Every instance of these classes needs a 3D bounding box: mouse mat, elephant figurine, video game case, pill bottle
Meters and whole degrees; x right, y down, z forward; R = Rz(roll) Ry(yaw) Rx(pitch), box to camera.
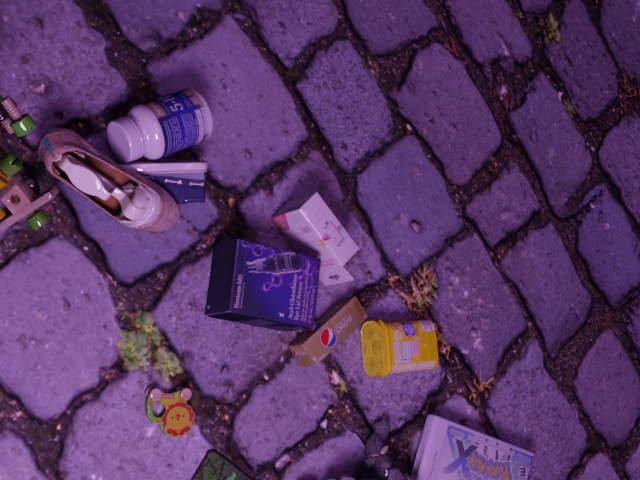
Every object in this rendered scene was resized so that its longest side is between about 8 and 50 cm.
[{"bbox_3d":[-0.207,0.524,1.752,0.152,0.007,0.189,42,61,-21],"label":"mouse mat"},{"bbox_3d":[0.127,0.520,1.905,0.239,0.169,0.186,-21,123,-51],"label":"elephant figurine"},{"bbox_3d":[0.336,0.591,2.074,0.329,0.036,0.300,25,75,-29],"label":"video game case"},{"bbox_3d":[-0.314,-0.220,1.755,0.187,0.112,0.112,-27,97,-35],"label":"pill bottle"}]

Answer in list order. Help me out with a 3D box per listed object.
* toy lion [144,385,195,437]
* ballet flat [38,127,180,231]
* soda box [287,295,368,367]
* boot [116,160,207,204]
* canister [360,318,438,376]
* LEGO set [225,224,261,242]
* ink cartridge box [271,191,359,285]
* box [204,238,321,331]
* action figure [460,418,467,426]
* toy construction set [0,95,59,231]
[{"bbox_3d":[-0.288,0.329,1.722,0.100,0.034,0.096,6,85,-33],"label":"toy lion"},{"bbox_3d":[-0.384,-0.088,1.660,0.316,0.106,0.107,33,101,-33],"label":"ballet flat"},{"bbox_3d":[0.018,0.195,1.935,0.181,0.061,0.058,-40,103,-33],"label":"soda box"},{"bbox_3d":[-0.312,-0.112,1.767,0.190,0.069,0.086,-3,101,-24],"label":"boot"},{"bbox_3d":[0.182,0.241,2.033,0.170,0.073,0.126,1,81,-36],"label":"canister"},{"bbox_3d":[-0.160,-0.008,1.872,0.083,0.023,0.054,-8,46,-25],"label":"LEGO set"},{"bbox_3d":[0.000,0.000,1.927,0.067,0.115,0.198,-46,108,-32],"label":"ink cartridge box"},{"bbox_3d":[-0.116,0.095,1.834,0.207,0.108,0.153,13,74,-32],"label":"box"},{"bbox_3d":[0.359,0.483,2.137,0.038,0.030,0.115,-33,103,-37],"label":"action figure"},{"bbox_3d":[-0.584,-0.070,1.499,0.309,0.257,0.237,-38,117,-13],"label":"toy construction set"}]
